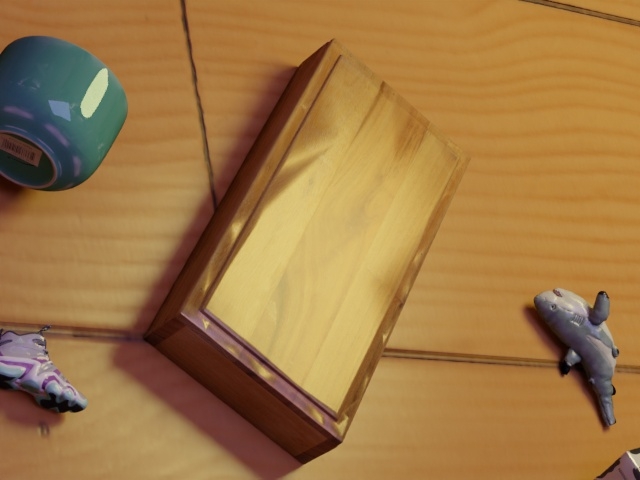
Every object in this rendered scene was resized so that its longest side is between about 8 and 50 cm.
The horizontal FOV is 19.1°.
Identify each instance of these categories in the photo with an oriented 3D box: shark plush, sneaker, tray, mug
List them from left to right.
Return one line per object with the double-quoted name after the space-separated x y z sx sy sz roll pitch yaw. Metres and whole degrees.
-0.263 -0.106 1.730 0.129 0.158 0.097 55 43 -35 "mug"
-0.243 0.107 1.678 0.098 0.038 0.069 29 53 -24 "sneaker"
0.000 0.000 1.907 0.203 0.076 0.411 40 49 -15 "tray"
0.287 0.127 2.103 0.067 0.073 0.161 -21 102 -24 "shark plush"

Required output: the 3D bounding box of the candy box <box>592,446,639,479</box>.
0.419 0.291 2.055 0.233 0.071 0.159 -6 57 -45 "candy box"
